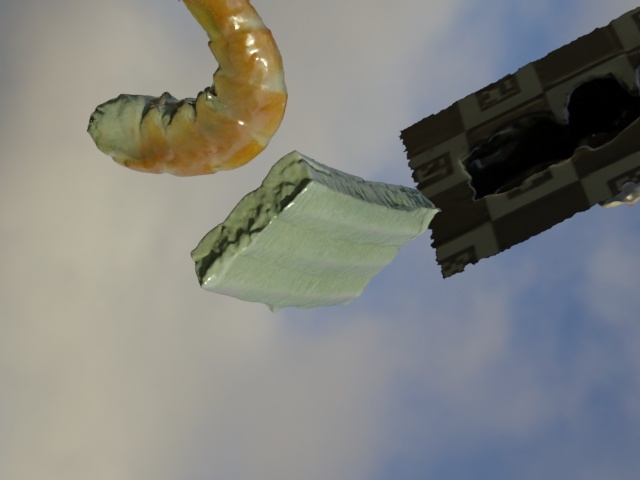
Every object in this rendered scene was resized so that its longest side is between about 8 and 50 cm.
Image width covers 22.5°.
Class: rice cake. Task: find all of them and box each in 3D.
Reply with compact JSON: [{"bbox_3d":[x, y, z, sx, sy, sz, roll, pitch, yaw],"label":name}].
[{"bbox_3d":[0.000,0.000,1.191,0.127,0.237,0.043,-44,-112,19],"label":"rice cake"}]

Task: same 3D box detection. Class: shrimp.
[{"bbox_3d":[-0.103,-0.116,1.085,0.049,0.161,0.166,-65,149,-48],"label":"shrimp"}]

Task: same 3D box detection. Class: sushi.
[{"bbox_3d":[0.276,-0.083,1.489,0.373,0.100,0.296,-27,-151,9],"label":"sushi"}]
